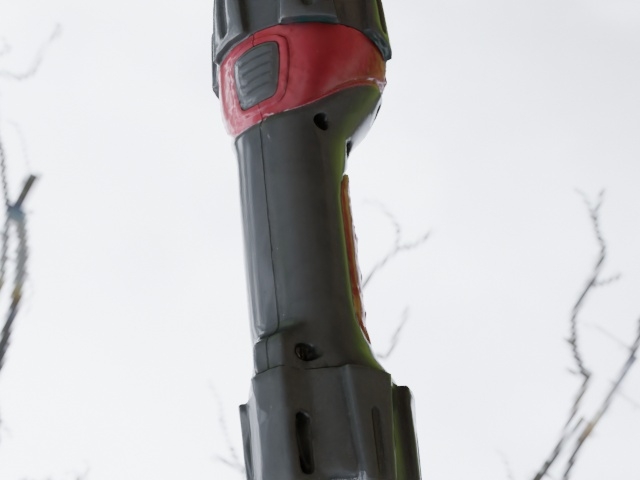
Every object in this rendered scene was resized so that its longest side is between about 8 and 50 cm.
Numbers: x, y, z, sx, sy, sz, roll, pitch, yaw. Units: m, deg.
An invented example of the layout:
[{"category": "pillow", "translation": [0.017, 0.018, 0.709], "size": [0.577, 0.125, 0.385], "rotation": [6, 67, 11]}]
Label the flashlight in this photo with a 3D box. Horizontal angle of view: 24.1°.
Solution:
[{"category": "flashlight", "translation": [0.000, 0.000, 0.763], "size": [0.103, 0.103, 0.304], "rotation": [-1, -120, -11]}]
